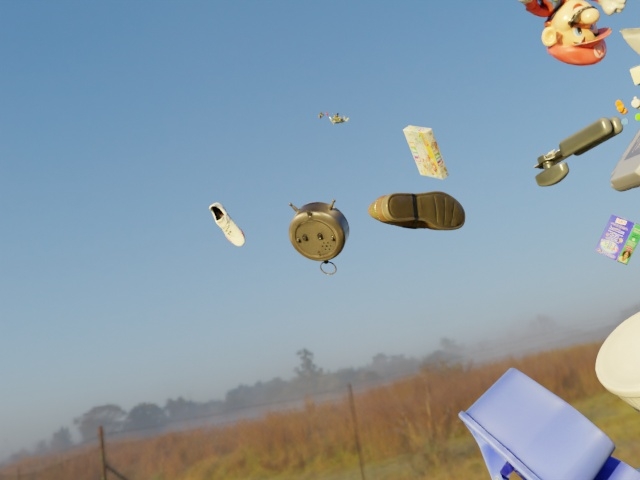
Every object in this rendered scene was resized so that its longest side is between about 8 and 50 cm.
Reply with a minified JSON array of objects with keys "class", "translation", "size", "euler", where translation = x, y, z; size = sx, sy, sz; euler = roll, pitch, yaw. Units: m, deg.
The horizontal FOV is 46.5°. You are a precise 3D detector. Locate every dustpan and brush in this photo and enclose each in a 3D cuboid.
[{"class":"dustpan and brush","translation":[0.728,-0.385,1.527],"size":[0.211,0.060,0.147],"euler":[42,-15,-33]}]

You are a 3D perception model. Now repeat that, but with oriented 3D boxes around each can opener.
[{"class":"can opener","translation":[0.652,-0.226,1.894],"size":[0.074,0.093,0.280],"euler":[-10,-17,-27]}]

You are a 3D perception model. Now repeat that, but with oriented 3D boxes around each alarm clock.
[{"class":"alarm clock","translation":[0.000,0.000,1.652],"size":[0.129,0.064,0.192],"euler":[-4,-57,19]}]

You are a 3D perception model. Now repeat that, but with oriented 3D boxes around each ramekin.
[{"class":"ramekin","translation":[0.770,0.274,1.661],"size":[0.273,0.127,0.273],"euler":[-40,14,12]}]

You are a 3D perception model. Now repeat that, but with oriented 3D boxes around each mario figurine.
[{"class":"mario figurine","translation":[0.517,-0.517,1.543],"size":[0.198,0.320,0.170],"euler":[-24,7,25]}]

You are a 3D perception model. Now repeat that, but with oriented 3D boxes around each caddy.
[{"class":"caddy","translation":[0.371,0.371,1.247],"size":[0.179,0.241,0.341],"euler":[-45,20,-4]}]

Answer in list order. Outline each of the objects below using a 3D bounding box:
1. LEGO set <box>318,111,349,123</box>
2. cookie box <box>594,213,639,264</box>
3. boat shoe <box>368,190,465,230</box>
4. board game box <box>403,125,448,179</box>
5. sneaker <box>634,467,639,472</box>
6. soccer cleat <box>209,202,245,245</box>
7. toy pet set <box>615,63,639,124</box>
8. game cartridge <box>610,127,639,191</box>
[{"class":"LEGO set","translation":[0.035,-0.330,2.029],"size":[0.083,0.023,0.054],"euler":[19,33,22]},{"class":"cookie box","translation":[0.773,-0.004,1.926],"size":[0.040,0.107,0.092],"euler":[18,11,-23]},{"class":"boat shoe","translation":[0.277,-0.087,2.134],"size":[0.307,0.110,0.104],"euler":[9,-11,-33]},{"class":"board game box","translation":[0.302,-0.252,2.130],"size":[0.026,0.154,0.103],"euler":[-36,27,-19]},{"class":"sneaker","translation":[0.625,0.470,1.414],"size":[0.084,0.083,0.215],"euler":[-27,-23,16]},{"class":"soccer cleat","translation":[-0.152,-0.025,1.207],"size":[0.029,0.083,0.035],"euler":[-34,-5,11]},{"class":"toy pet set","translation":[0.697,-0.322,1.590],"size":[0.122,0.114,0.065],"euler":[-17,2,45]},{"class":"game cartridge","translation":[0.652,-0.226,1.371],"size":[0.060,0.294,0.196],"euler":[33,0,8]}]
